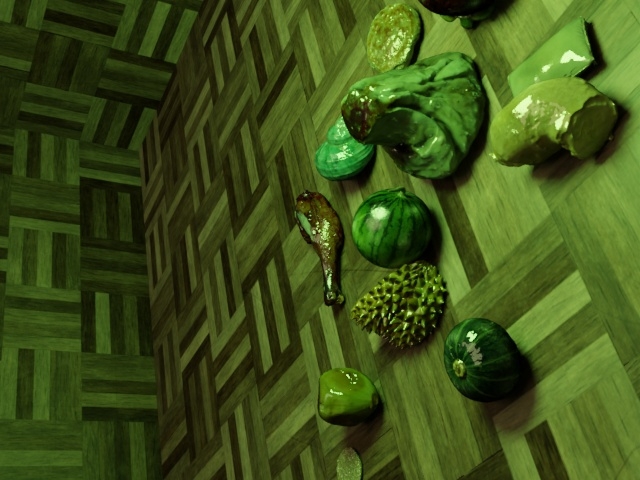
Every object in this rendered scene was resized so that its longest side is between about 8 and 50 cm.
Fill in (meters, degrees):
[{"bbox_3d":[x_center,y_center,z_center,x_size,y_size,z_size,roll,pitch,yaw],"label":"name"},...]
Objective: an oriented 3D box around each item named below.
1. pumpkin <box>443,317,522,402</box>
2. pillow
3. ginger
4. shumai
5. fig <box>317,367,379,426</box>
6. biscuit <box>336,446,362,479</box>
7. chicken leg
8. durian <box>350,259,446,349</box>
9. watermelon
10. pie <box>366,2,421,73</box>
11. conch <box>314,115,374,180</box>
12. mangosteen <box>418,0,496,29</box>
[{"bbox_3d":[0.315,0.233,1.505,0.167,0.125,0.167,166,90,-75],"label":"pumpkin"},{"bbox_3d":[0.444,-0.330,1.500,0.208,0.053,0.119,-41,49,46],"label":"pillow"},{"bbox_3d":[0.417,-0.216,1.433,0.267,0.138,0.152,-15,75,55],"label":"ginger"},{"bbox_3d":[0.186,-0.310,1.724,0.309,0.264,0.303,31,104,52],"label":"shumai"},{"bbox_3d":[0.069,0.389,1.915,0.166,0.144,0.154,-18,100,37],"label":"fig"},{"bbox_3d":[0.073,0.590,1.978,0.120,0.015,0.120,-28,57,56],"label":"biscuit"},{"bbox_3d":[0.000,0.000,2.207,0.158,0.096,0.406,-60,36,42],"label":"chicken leg"},{"bbox_3d":[0.186,0.165,1.796,0.186,0.154,0.260,46,135,27],"label":"durian"},{"bbox_3d":[0.169,-0.039,1.789,0.188,0.188,0.214,-124,39,-52],"label":"watermelon"},{"bbox_3d":[0.195,-0.517,2.001,0.163,0.079,0.193,11,91,52],"label":"pie"},{"bbox_3d":[0.060,-0.249,2.112,0.202,0.134,0.196,-63,34,33],"label":"conch"},{"bbox_3d":[0.298,-0.579,1.696,0.216,0.216,0.216,-26,60,57],"label":"mangosteen"}]
